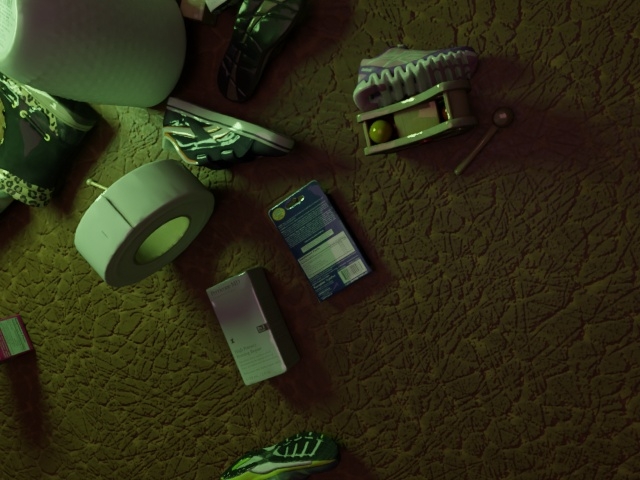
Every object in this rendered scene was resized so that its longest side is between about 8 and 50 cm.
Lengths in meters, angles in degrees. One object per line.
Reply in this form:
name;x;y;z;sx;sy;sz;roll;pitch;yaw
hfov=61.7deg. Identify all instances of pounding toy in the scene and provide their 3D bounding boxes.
pounding toy;0.210;-0.190;0.966;0.269;0.154;0.155;-12;92;21

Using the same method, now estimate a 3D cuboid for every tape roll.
tape roll;-0.360;-0.034;1.121;0.100;0.286;0.286;46;109;9

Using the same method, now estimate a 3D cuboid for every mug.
mug;-0.515;-0.451;1.084;0.374;0.328;0.276;48;120;17

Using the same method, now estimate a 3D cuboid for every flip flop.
flip flop;-0.123;-0.409;1.108;0.112;0.080;0.277;39;123;7

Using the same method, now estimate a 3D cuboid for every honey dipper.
honey dipper;-0.507;-0.121;1.301;0.160;0.030;0.031;23;104;19

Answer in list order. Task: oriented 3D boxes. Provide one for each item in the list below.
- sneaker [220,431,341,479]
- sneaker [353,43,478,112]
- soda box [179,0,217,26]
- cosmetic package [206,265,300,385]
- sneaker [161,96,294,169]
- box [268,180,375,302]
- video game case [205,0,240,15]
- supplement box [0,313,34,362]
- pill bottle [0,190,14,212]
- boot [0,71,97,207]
sneaker;-0.075;0.520;1.191;0.299;0.111;0.121;-26;97;26
sneaker;0.171;-0.326;1.003;0.236;0.095;0.105;-13;60;11
soda box;-0.242;-0.557;1.137;0.061;0.058;0.182;20;103;17
cosmetic package;-0.147;0.186;1.177;0.117;0.085;0.231;-25;89;20
sneaker;-0.202;-0.204;1.132;0.321;0.126;0.128;22;99;27
box;0.000;0.000;1.126;0.136;0.036;0.225;-32;86;20
video game case;-0.179;-0.607;1.060;0.210;0.042;0.232;-27;93;15
supplement box;-0.884;0.283;1.383;0.111;0.220;0.114;-25;86;20
pill bottle;-0.928;-0.087;1.394;0.264;0.146;0.146;-36;84;19
boot;-0.750;-0.285;1.318;0.377;0.138;0.284;34;107;7
